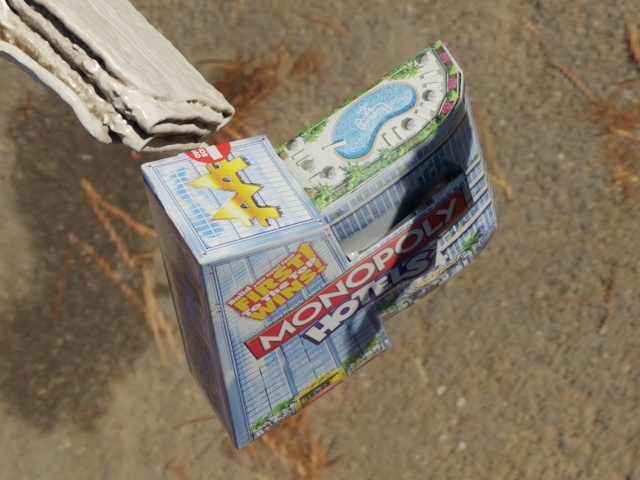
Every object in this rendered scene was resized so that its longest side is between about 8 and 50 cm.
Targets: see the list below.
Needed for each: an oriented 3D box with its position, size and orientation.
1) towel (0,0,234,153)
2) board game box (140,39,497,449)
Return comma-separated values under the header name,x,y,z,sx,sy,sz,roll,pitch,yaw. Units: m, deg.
name,x,y,z,sx,sy,sz,roll,pitch,yaw
towel,-0.175,-0.154,0.772,0.282,0.187,0.049,46,100,6
board game box,0.000,0.000,0.629,0.194,0.194,0.060,-34,63,-2
